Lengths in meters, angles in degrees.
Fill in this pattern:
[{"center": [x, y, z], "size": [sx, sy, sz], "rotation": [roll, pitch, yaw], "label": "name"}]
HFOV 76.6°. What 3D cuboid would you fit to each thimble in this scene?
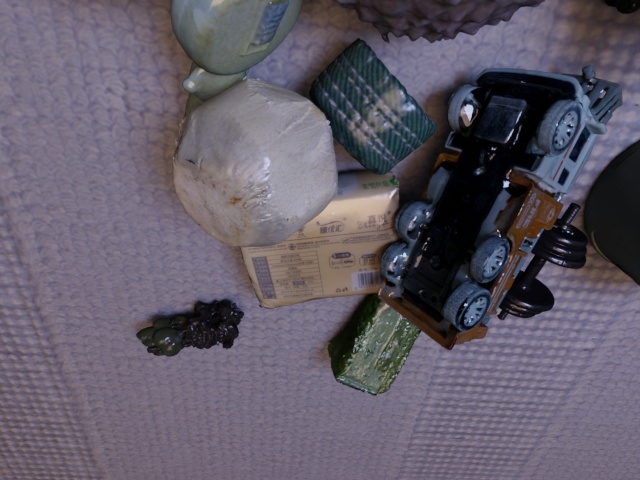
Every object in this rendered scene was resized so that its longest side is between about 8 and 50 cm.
[{"center": [0.057, -0.147, 0.458], "size": [0.090, 0.118, 0.135], "rotation": [-40, 110, 19], "label": "thimble"}]

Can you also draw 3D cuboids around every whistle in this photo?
[{"center": [-0.093, -0.187, 0.405], "size": [0.067, 0.126, 0.258], "rotation": [53, 143, 2], "label": "whistle"}]

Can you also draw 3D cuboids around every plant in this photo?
[{"center": [-0.209, 0.147, 0.663], "size": [0.175, 0.087, 0.085], "rotation": [-14, 91, 2], "label": "plant"}]

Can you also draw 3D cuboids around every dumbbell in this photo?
[{"center": [0.312, 0.038, 0.589], "size": [0.099, 0.099, 0.208], "rotation": [12, 122, -8], "label": "dumbbell"}]

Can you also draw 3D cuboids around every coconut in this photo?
[{"center": [-0.059, -0.082, 0.422], "size": [0.161, 0.162, 0.160], "rotation": [25, 143, 20], "label": "coconut"}]

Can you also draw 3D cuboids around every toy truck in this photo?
[{"center": [0.218, -0.047, 0.489], "size": [0.185, 0.133, 0.337], "rotation": [10, 107, -41], "label": "toy truck"}]

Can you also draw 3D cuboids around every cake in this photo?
[{"center": [0.109, 0.129, 0.681], "size": [0.100, 0.099, 0.235], "rotation": [27, 96, -16], "label": "cake"}]

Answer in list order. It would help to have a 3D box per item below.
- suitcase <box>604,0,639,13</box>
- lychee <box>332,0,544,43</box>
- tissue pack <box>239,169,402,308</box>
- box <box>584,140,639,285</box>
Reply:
[{"center": [0.345, -0.309, 0.206], "size": [0.194, 0.282, 0.433], "rotation": [-22, 143, 6], "label": "suitcase"}, {"center": [0.089, -0.303, 0.286], "size": [0.301, 0.300, 0.299], "rotation": [-1, 121, -1], "label": "lychee"}, {"center": [0.000, 0.000, 0.565], "size": [0.223, 0.090, 0.186], "rotation": [-8, 120, 5], "label": "tissue pack"}, {"center": [0.497, -0.024, 0.525], "size": [0.227, 0.149, 0.225], "rotation": [-1, 121, -1], "label": "box"}]
